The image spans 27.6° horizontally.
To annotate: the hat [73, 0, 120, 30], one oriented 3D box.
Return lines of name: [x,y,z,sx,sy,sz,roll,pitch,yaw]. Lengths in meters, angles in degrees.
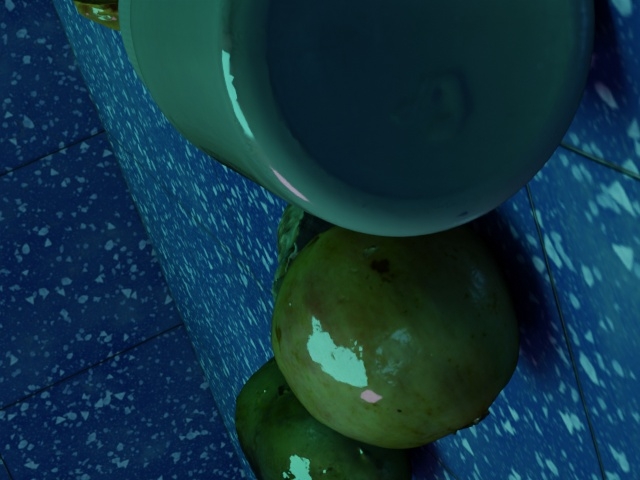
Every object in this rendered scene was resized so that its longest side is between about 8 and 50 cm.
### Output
hat: [-0.181,-0.267,1.291,0.233,0.244,0.233,61,-174,-66]

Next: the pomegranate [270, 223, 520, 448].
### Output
pomegranate: [0.057,0.066,0.978,0.191,0.191,0.191,58,165,25]

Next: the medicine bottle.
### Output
medicine bottle: [-0.005,-0.134,0.795,0.208,0.208,0.339,69,167,-18]

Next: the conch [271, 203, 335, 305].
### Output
conch: [0.000,0.000,1.157,0.130,0.207,0.155,-2,115,27]

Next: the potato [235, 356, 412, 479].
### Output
potato: [0.005,0.236,1.501,0.307,0.173,0.210,-160,48,-75]
